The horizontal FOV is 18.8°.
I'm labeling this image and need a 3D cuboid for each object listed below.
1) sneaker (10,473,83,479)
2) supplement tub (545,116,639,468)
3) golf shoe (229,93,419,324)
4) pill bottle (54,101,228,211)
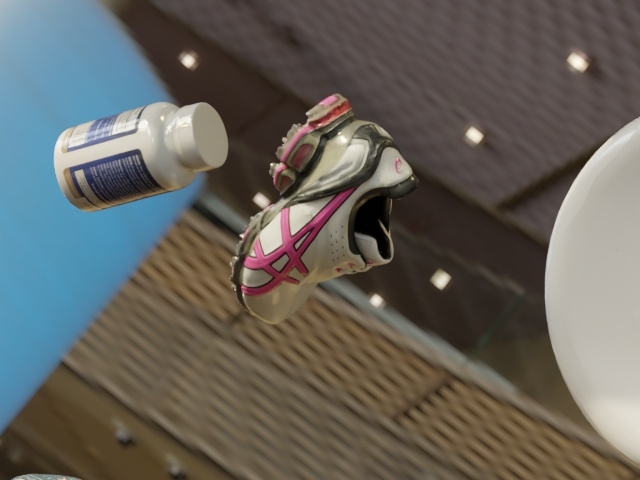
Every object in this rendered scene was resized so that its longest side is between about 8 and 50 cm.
[{"bbox_3d":[-0.152,0.138,0.791,0.122,0.110,0.283,39,7,-7],"label":"sneaker"},{"bbox_3d":[0.320,0.030,1.222,0.235,0.235,0.325,26,17,38],"label":"supplement tub"},{"bbox_3d":[0.000,0.000,1.193,0.086,0.067,0.186,41,-40,15],"label":"golf shoe"},{"bbox_3d":[-0.131,-0.065,1.434,0.120,0.067,0.067,-13,-45,27],"label":"pill bottle"}]
